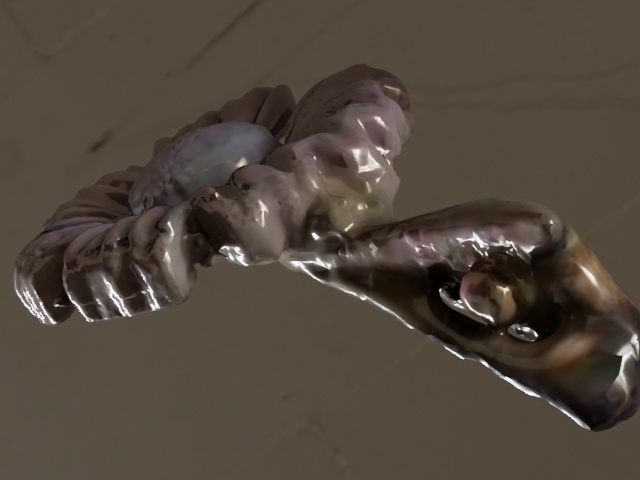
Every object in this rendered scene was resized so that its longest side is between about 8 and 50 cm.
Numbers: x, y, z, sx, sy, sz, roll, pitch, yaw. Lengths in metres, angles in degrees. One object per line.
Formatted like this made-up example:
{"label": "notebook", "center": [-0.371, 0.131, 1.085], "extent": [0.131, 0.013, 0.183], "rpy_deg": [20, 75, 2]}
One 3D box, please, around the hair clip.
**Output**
{"label": "hair clip", "center": [0.000, -0.006, 0.626], "extent": [0.300, 0.173, 0.069], "rpy_deg": [16, -49, 44]}
